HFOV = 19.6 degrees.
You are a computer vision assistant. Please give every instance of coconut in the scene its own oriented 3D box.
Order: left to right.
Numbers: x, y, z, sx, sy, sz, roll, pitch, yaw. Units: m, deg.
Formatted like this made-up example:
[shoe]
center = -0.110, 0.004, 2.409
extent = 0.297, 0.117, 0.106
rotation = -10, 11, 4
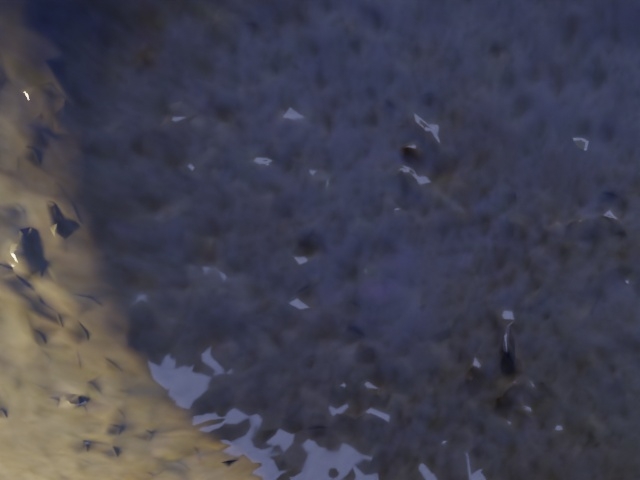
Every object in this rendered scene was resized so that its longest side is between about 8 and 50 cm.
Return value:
[coconut]
center = -0.032, -0.052, 0.642
extent = 0.415, 0.344, 0.415
rotation = 24, -178, -1
